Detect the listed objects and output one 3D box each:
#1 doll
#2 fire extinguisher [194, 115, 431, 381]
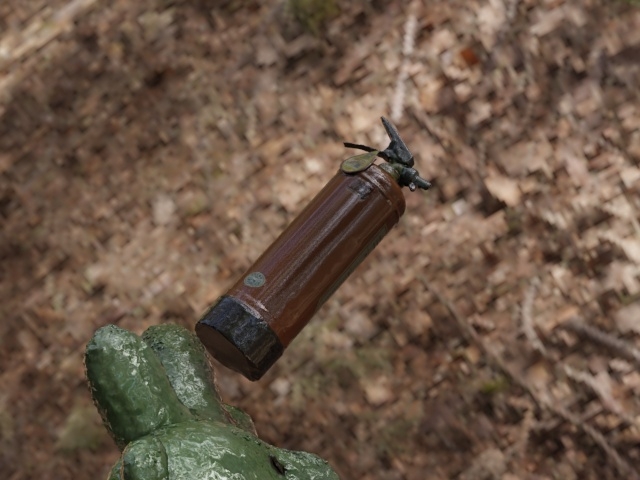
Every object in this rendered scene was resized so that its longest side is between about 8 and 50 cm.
[{"bbox_3d":[-0.035,0.074,0.519,0.077,0.115,0.150,-19,23,1],"label":"doll"},{"bbox_3d":[0.000,0.000,0.929,0.062,0.050,0.177,31,67,27],"label":"fire extinguisher"}]
